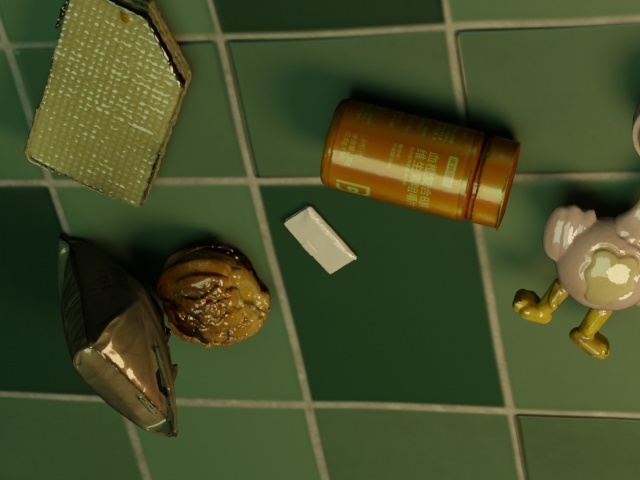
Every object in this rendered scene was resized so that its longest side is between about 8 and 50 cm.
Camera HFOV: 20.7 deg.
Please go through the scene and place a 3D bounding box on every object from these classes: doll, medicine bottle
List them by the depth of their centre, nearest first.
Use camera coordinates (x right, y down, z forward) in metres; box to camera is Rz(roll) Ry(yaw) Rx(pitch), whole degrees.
[{"bbox_3d":[0.335,-0.034,1.758,0.160,0.094,0.365,30,129,-7],"label":"doll"},{"bbox_3d":[0.102,-0.079,1.803,0.192,0.096,0.096,16,128,9],"label":"medicine bottle"}]

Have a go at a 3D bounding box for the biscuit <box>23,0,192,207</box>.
[{"bbox_3d":[-0.224,-0.161,1.885,0.150,0.052,0.252,22,130,-2],"label":"biscuit"}]

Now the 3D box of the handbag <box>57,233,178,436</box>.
[{"bbox_3d":[-0.226,0.110,1.976,0.117,0.270,0.182,-38,117,4],"label":"handbag"}]

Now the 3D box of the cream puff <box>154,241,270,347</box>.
[{"bbox_3d":[-0.124,0.068,1.988,0.133,0.104,0.119,39,121,-12],"label":"cream puff"}]

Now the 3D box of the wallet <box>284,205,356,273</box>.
[{"bbox_3d":[0.000,0.000,1.949,0.044,0.011,0.083,-30,111,34],"label":"wallet"}]
